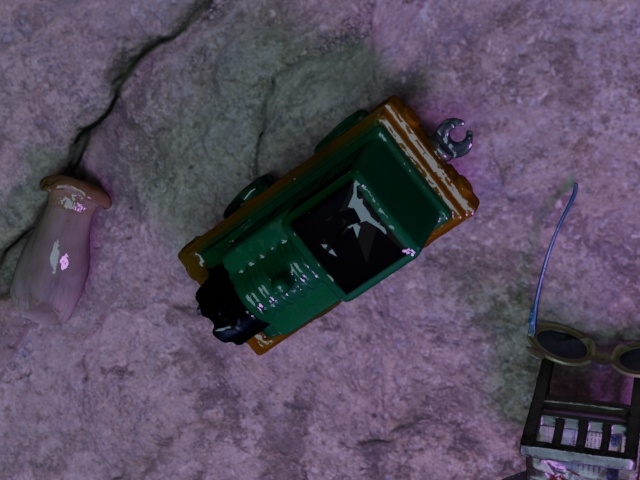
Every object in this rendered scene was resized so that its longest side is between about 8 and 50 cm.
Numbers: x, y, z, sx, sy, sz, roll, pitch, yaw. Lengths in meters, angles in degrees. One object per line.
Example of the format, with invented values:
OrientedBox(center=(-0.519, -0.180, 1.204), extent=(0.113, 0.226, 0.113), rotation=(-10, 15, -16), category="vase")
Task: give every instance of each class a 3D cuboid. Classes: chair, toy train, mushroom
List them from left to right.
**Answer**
OrientedBox(center=(-0.340, 0.012, 2.008), extent=(0.097, 0.088, 0.212), rotation=(31, 115, 37), category="mushroom")
OrientedBox(center=(0.000, 0.000, 1.818), extent=(0.429, 0.249, 0.178), rotation=(-35, 100, 24), category="toy train")
OrientedBox(center=(0.311, 0.249, 1.830), extent=(0.136, 0.270, 0.147), rotation=(5, 112, 12), category="chair")

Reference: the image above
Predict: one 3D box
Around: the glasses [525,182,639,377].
OrientedBox(center=(0.354, 0.049, 1.865), extent=(0.189, 0.088, 0.220), rotation=(9, 94, 12), category="glasses")

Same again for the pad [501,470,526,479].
OrientedBox(center=(0.342, 0.376, 2.023), extent=(0.143, 0.003, 0.211), rotation=(-26, 103, 23), category="pad")
